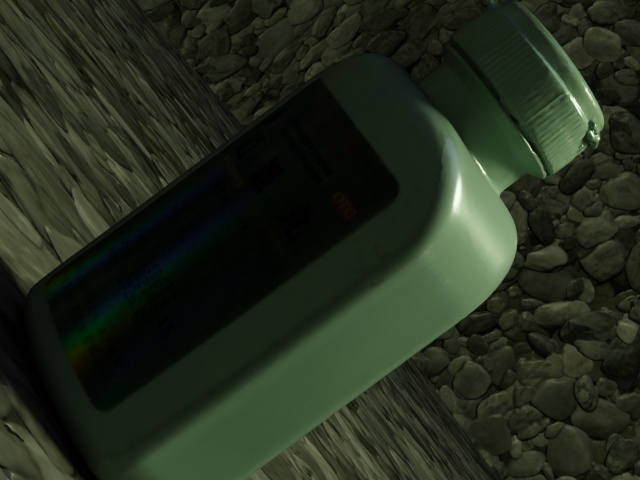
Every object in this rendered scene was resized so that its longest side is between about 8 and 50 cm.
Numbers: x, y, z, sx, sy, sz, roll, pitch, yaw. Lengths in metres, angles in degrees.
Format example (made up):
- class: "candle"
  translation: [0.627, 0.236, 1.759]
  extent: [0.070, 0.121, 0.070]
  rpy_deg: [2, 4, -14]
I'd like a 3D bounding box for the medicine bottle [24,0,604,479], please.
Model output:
- class: "medicine bottle"
  translation: [0.000, 0.000, 0.619]
  extent: [0.083, 0.229, 0.121]
  rpy_deg: [53, 3, -40]
